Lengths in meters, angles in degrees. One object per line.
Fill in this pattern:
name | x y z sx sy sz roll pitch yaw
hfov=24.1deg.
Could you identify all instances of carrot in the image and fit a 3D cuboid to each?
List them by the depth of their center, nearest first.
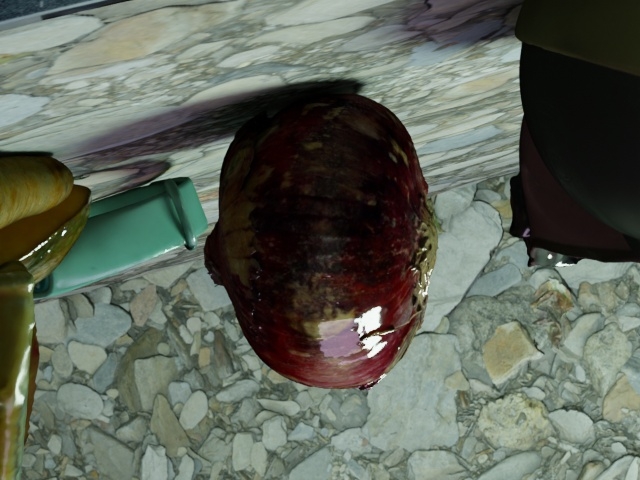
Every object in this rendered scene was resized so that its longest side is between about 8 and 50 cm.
carrot | -0.231 -0.032 1.041 0.078 0.078 0.298 -16 -179 16

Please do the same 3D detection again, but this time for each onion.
onion | 0.000 0.000 1.217 0.190 0.246 0.246 -6 179 9

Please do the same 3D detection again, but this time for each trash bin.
trash bin | 0.256 -0.084 0.805 0.334 0.214 0.214 2 169 -29

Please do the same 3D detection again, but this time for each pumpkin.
pumpkin | -0.369 0.033 1.239 0.258 0.095 0.290 4 155 -43

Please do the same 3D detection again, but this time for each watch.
watch | -0.203 -0.003 1.393 0.195 0.068 0.237 -24 -173 -33

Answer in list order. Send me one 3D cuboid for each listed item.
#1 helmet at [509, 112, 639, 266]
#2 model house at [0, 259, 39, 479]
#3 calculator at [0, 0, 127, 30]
helmet | 0.265 -0.094 1.069 0.271 0.197 0.338 -8 -179 18
model house | -0.335 0.097 1.118 0.239 0.173 0.268 1 130 -14
calculator | -0.034 -0.126 0.598 0.274 0.028 0.166 -15 177 -12
